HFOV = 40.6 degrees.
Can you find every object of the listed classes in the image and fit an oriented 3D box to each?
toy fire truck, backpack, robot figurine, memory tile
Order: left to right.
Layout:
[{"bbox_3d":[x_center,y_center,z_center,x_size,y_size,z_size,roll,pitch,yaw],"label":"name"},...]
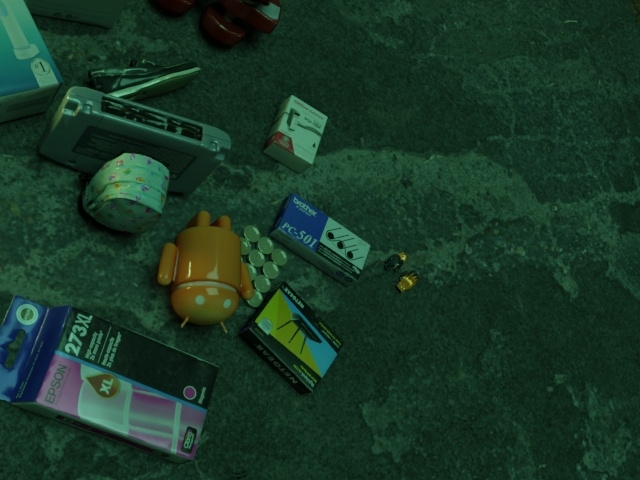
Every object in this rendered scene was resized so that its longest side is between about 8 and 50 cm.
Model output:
[{"bbox_3d":[-0.333,-0.080,1.518,0.151,0.182,0.115,11,65,-31],"label":"backpack"},{"bbox_3d":[-0.205,0.059,1.579,0.158,0.128,0.220,46,40,-60],"label":"robot figurine"},{"bbox_3d":[-0.209,-0.575,1.838,0.302,0.169,0.254,30,38,-21],"label":"toy fire truck"},{"bbox_3d":[-0.135,0.050,1.702,0.113,0.012,0.148,40,54,-13],"label":"memory tile"}]

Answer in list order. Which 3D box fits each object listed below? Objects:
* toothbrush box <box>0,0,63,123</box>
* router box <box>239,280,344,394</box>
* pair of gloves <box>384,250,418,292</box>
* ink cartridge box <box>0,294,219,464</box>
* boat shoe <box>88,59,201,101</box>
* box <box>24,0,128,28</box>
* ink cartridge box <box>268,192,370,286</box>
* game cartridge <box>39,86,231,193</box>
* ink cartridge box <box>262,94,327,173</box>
[{"bbox_3d":[-0.612,-0.348,1.481,0.216,0.126,0.296,-25,86,-37],"label":"toothbrush box"},{"bbox_3d":[-0.053,0.188,1.671,0.179,0.046,0.133,46,53,-14],"label":"router box"},{"bbox_3d":[0.179,0.068,1.904,0.074,0.010,0.083,-31,88,-38],"label":"pair of gloves"},{"bbox_3d":[-0.361,0.230,1.448,0.370,0.069,0.176,25,58,-20],"label":"ink cartridge box"},{"bbox_3d":[-0.336,-0.321,1.680,0.233,0.084,0.079,-22,84,-35],"label":"boat shoe"},{"bbox_3d":[-0.453,-0.504,1.618,0.180,0.182,0.119,3,71,-32],"label":"box"},{"bbox_3d":[0.000,0.000,1.792,0.207,0.046,0.097,33,55,-18],"label":"ink cartridge box"},{"bbox_3d":[-0.334,-0.168,1.544,0.297,0.198,0.062,15,63,-29],"label":"game cartridge"},{"bbox_3d":[-0.052,-0.227,1.846,0.099,0.056,0.135,29,58,-20],"label":"ink cartridge box"}]
